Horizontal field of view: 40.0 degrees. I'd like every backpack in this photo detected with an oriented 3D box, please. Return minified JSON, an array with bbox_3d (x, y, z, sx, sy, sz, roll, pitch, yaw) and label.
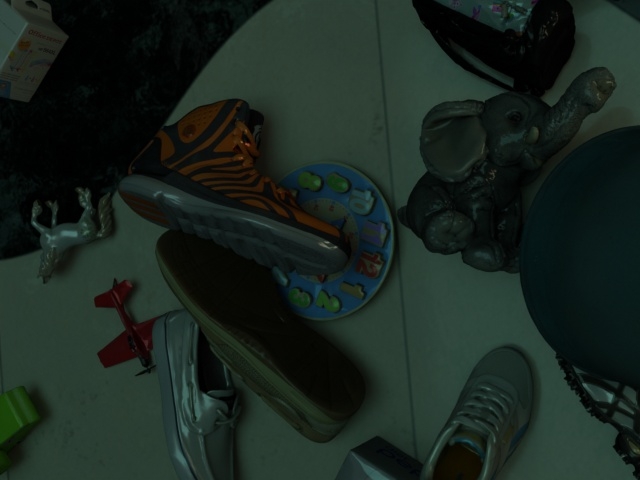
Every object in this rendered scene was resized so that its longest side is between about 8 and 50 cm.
[{"bbox_3d":[0.198,-0.259,1.008,0.182,0.152,0.115,36,87,23],"label":"backpack"}]

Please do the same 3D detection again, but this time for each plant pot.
[{"bbox_3d":[0.357,0.028,0.801,0.271,0.255,0.272,-1,96,-10],"label":"plant pot"}]

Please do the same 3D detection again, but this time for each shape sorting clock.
[{"bbox_3d":[0.000,0.000,1.135,0.206,0.040,0.206,0,89,23],"label":"shape sorting clock"}]

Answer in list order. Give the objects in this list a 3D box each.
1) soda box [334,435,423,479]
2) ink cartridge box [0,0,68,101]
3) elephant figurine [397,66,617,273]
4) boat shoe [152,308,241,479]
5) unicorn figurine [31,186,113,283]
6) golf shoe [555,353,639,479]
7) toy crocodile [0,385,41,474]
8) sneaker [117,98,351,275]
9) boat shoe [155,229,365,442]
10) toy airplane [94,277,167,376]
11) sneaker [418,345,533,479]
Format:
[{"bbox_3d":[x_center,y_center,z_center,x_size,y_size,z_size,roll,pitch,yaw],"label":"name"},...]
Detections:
[{"bbox_3d":[0.149,0.348,1.034,0.286,0.098,0.091,29,100,22],"label":"soda box"},{"bbox_3d":[-0.457,-0.295,1.311,0.090,0.092,0.143,42,106,18],"label":"ink cartridge box"},{"bbox_3d":[0.197,-0.096,0.990,0.185,0.169,0.240,17,103,8],"label":"elephant figurine"},{"bbox_3d":[-0.150,0.217,1.174,0.088,0.096,0.268,-20,73,27],"label":"boat shoe"},{"bbox_3d":[-0.376,-0.010,1.289,0.161,0.060,0.111,-18,82,23],"label":"unicorn figurine"},{"bbox_3d":[0.339,0.173,0.973,0.094,0.077,0.198,-37,82,8],"label":"golf shoe"},{"bbox_3d":[-0.553,0.345,1.350,0.340,0.105,0.115,-43,73,13],"label":"toy crocodile"},{"bbox_3d":[-0.086,-0.082,1.105,0.321,0.125,0.180,21,67,17],"label":"sneaker"},{"bbox_3d":[-0.096,0.122,1.128,0.341,0.121,0.110,45,137,16],"label":"boat shoe"},{"bbox_3d":[-0.272,0.120,1.260,0.151,0.028,0.151,-1,88,22],"label":"toy airplane"},{"bbox_3d":[0.181,0.214,0.985,0.087,0.092,0.229,21,63,17],"label":"sneaker"}]
